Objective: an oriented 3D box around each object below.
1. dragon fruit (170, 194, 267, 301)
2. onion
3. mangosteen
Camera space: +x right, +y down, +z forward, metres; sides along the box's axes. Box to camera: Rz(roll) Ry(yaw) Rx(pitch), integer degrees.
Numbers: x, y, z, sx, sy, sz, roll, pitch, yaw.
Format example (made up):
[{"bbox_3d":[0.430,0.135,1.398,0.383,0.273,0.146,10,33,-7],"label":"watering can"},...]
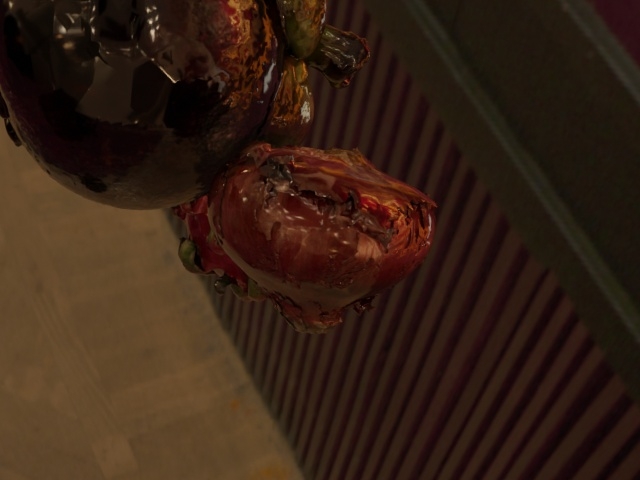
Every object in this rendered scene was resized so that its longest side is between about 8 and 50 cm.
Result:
[{"bbox_3d":[-0.062,-0.020,1.559,0.273,0.198,0.218,16,45,-33],"label":"dragon fruit"},{"bbox_3d":[0.000,0.000,0.926,0.184,0.184,0.147,5,94,-4],"label":"onion"},{"bbox_3d":[-0.151,-0.187,1.094,0.330,0.330,0.330,3,58,-5],"label":"mangosteen"}]
